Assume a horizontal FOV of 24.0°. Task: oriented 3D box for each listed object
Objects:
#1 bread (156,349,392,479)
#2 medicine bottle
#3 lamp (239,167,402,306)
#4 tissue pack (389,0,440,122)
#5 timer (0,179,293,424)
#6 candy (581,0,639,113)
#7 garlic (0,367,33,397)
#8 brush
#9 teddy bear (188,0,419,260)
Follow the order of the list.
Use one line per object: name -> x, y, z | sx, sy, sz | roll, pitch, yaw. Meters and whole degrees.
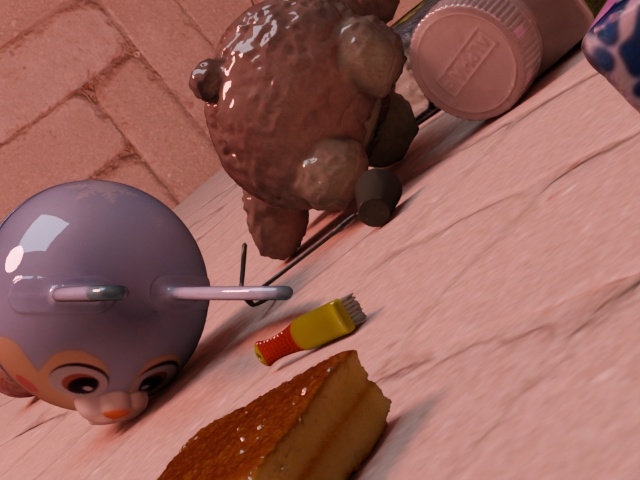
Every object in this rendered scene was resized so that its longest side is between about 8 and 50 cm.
bread -> -0.029, 0.090, 0.544 | 0.094, 0.035, 0.090 | -33, 9, 36
medicine bottle -> 0.141, -0.165, 1.099 | 0.132, 0.088, 0.188 | -35, 8, 40
lamp -> 0.001, 0.000, 1.001 | 0.121, 0.041, 0.054 | -33, 17, 18
tissue pack -> 0.098, -0.182, 1.468 | 0.185, 0.081, 0.257 | -32, 9, 49
timer -> -0.133, 0.054, 0.988 | 0.175, 0.175, 0.255 | -40, 34, -8
candy -> 0.166, -0.097, 0.588 | 0.092, 0.073, 0.160 | -36, 7, 33
garlic -> -0.301, 0.104, 1.629 | 0.147, 0.102, 0.159 | -55, -1, -16
brush -> -0.007, 0.047, 0.778 | 0.021, 0.019, 0.083 | -32, 1, -40
teddy bear -> -0.008, -0.100, 1.160 | 0.267, 0.151, 0.236 | 20, -89, -80
